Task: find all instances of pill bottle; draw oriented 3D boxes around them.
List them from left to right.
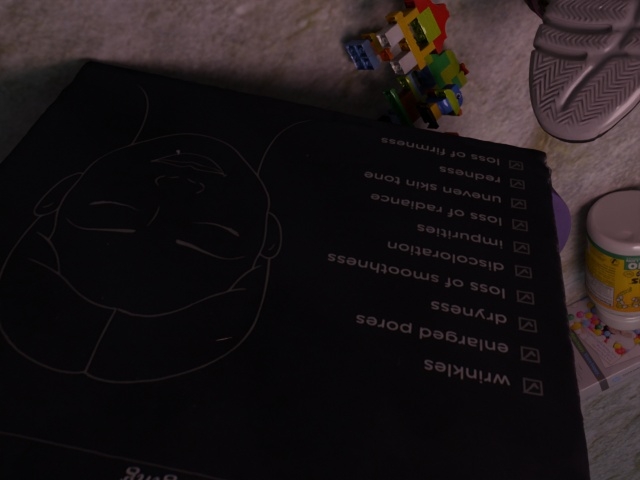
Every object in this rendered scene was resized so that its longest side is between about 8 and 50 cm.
[{"bbox_3d":[0.449,0.037,1.100,0.117,0.117,0.208,-20,135,-2],"label":"pill bottle"}]

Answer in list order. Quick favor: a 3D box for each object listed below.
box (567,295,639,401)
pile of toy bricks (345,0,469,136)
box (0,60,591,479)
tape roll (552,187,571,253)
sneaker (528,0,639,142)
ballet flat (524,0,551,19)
[{"bbox_3d":[0.449,0.154,1.188,0.186,0.145,0.038,-27,135,6],"label":"box"},{"bbox_3d":[0.121,-0.167,0.820,0.105,0.118,0.212,-43,120,-18],"label":"pile of toy bricks"},{"bbox_3d":[-0.059,0.120,0.644,0.480,0.472,0.297,12,129,2],"label":"box"},{"bbox_3d":[0.228,-0.016,0.997,0.189,0.080,0.189,-11,134,-11],"label":"tape roll"},{"bbox_3d":[0.309,-0.224,0.727,0.180,0.124,0.321,27,87,-62],"label":"sneaker"},{"bbox_3d":[0.226,-0.309,0.728,0.077,0.079,0.221,-20,134,2],"label":"ballet flat"}]
